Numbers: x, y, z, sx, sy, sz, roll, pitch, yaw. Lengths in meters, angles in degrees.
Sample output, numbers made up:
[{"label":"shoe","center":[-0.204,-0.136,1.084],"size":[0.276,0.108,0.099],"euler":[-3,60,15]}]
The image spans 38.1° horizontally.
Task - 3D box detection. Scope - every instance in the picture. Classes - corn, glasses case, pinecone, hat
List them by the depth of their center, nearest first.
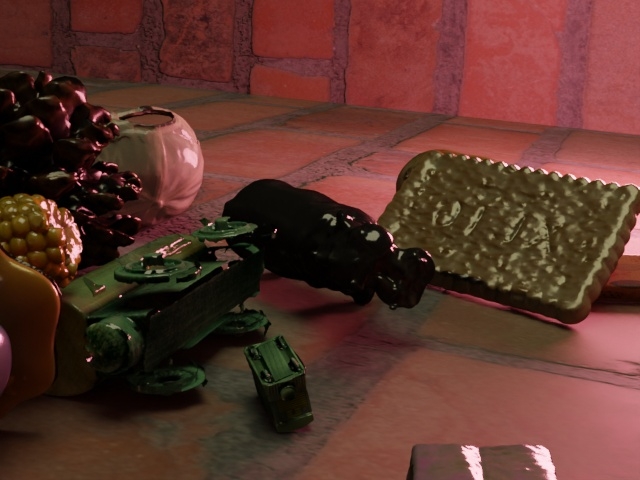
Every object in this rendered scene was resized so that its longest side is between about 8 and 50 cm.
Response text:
[{"label":"corn","center":[-0.349,0.039,0.752],"size":[0.318,0.115,0.115],"euler":[-19,14,6]},{"label":"pinecone","center":[-0.334,-0.067,1.059],"size":[0.243,0.243,0.257],"euler":[-15,65,-50]},{"label":"glasses case","center":[0.341,0.050,1.160],"size":[0.170,0.041,0.064],"euler":[3,41,-5]},{"label":"hat","center":[-0.289,-0.095,1.366],"size":[0.232,0.161,0.275],"euler":[7,-13,-34]}]

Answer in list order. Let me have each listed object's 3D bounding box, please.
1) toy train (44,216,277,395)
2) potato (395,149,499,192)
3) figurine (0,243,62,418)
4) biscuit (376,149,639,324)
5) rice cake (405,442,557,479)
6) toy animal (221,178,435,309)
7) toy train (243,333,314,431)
[{"label":"toy train","center":[-0.160,0.047,0.878],"size":[0.189,0.126,0.307],"euler":[8,16,16]},{"label":"potato","center":[0.207,-0.063,1.366],"size":[0.155,0.137,0.200],"euler":[-6,17,-33]},{"label":"figurine","center":[-0.288,0.105,0.582],"size":[0.208,0.181,0.257],"euler":[41,14,-9]},{"label":"biscuit","center":[0.222,-0.012,1.170],"size":[0.325,0.044,0.217],"euler":[14,56,36]},{"label":"rice cake","center":[0.096,0.198,0.522],"size":[0.106,0.050,0.298],"euler":[6,15,4]},{"label":"toy animal","center":[0.015,0.007,1.020],"size":[0.168,0.106,0.343],"euler":[26,-4,-31]},{"label":"toy train","center":[-0.034,0.118,0.777],"size":[0.038,0.056,0.093],"euler":[-18,20,-12]}]
